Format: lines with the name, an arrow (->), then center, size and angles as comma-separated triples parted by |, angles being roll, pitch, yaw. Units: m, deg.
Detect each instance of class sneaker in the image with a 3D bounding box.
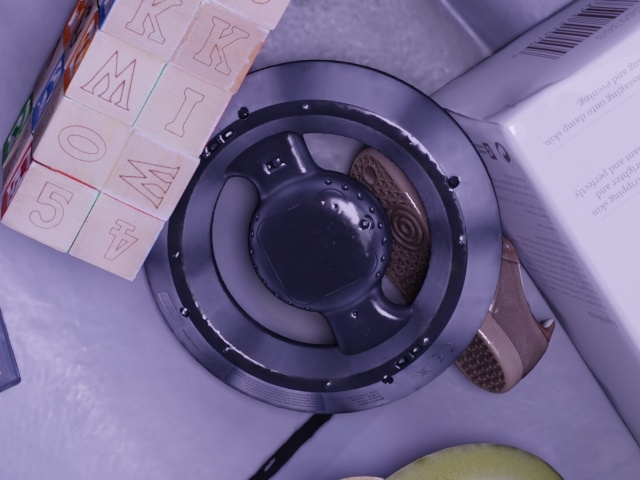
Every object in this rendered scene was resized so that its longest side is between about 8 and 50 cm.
sneaker -> 0.088, 0.009, 1.185 | 0.071, 0.066, 0.188 | -39, 105, -35

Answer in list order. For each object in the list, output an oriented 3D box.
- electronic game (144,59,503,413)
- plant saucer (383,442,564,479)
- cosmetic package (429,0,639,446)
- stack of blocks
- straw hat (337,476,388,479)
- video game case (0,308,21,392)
electronic game -> 0.000, 0.000, 1.126 | 0.229, 0.048, 0.229 | 2, 104, 7
plant saucer -> 0.092, 0.252, 1.186 | 0.241, 0.037, 0.241 | -11, 112, -29
cosmetic package -> 0.270, 0.015, 1.182 | 0.217, 0.156, 0.385 | -34, 106, -8
stack of blocks -> -0.084, -0.147, 1.046 | 0.087, 0.171, 0.297 | 25, 107, -17
straw hat -> 0.005, 0.207, 1.177 | 0.144, 0.061, 0.144 | -11, 113, -29
video game case -> -0.296, -0.006, 1.038 | 0.196, 0.026, 0.274 | -25, 110, -35
